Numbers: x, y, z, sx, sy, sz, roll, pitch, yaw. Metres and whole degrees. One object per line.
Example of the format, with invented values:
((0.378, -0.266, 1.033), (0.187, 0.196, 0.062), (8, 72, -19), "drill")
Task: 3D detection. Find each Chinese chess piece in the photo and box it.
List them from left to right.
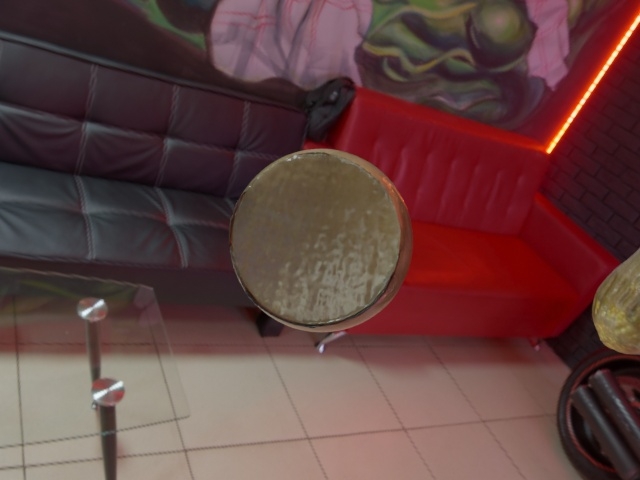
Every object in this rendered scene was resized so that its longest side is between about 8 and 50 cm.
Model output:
((0.000, 0.000, 0.821), (0.250, 0.249, 0.103), (32, 6, 10), "Chinese chess piece")

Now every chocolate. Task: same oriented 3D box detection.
((0.491, 0.026, 0.820), (0.134, 0.309, 0.134), (29, 20, -12), "chocolate")
